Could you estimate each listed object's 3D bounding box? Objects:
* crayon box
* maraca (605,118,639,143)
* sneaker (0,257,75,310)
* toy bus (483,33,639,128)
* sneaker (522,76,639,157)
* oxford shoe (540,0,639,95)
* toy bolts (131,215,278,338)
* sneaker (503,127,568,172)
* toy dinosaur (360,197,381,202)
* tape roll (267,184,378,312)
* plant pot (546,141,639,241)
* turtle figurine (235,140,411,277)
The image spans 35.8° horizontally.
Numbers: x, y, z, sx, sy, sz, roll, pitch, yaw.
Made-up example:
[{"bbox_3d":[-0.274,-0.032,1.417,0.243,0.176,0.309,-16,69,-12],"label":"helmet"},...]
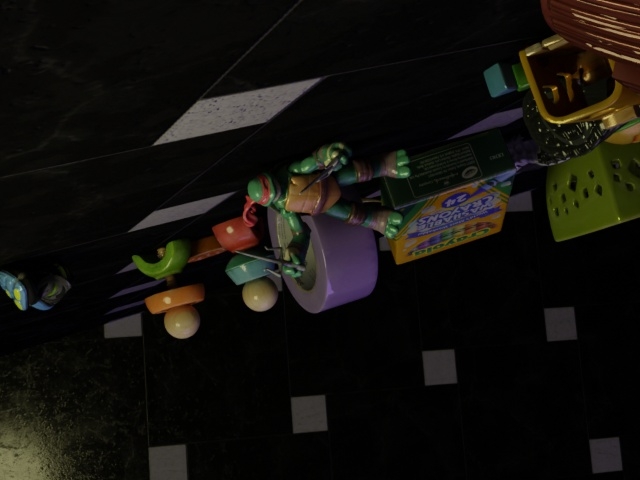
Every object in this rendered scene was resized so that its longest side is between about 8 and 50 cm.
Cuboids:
[{"bbox_3d":[0.211,-0.058,1.691,0.203,0.083,0.323,-18,160,-2],"label":"crayon box"},{"bbox_3d":[0.433,-0.197,1.351,0.185,0.099,0.127,-44,-158,-31],"label":"maraca"},{"bbox_3d":[-0.389,0.053,1.366,0.078,0.067,0.188,-39,174,-1],"label":"sneaker"},{"bbox_3d":[0.289,-0.168,1.008,0.202,0.104,0.191,-17,176,-7],"label":"toy bus"},{"bbox_3d":[0.372,-0.184,1.226,0.130,0.109,0.286,-25,-177,-34],"label":"sneaker"},{"bbox_3d":[0.272,-0.193,0.781,0.123,0.130,0.348,29,-171,28],"label":"oxford shoe"},{"bbox_3d":[-0.169,0.064,1.694,0.228,0.159,0.218,-20,176,21],"label":"toy bolts"},{"bbox_3d":[0.380,-0.164,1.698,0.106,0.078,0.234,-19,-179,-36],"label":"sneaker"},{"bbox_3d":[0.029,-0.063,1.763,0.183,0.053,0.092,-11,-168,7],"label":"toy dinosaur"},{"bbox_3d":[0.000,0.000,1.374,0.080,0.189,0.189,-16,175,-22],"label":"tape roll"},{"bbox_3d":[0.546,-0.137,1.837,0.227,0.207,0.228,-17,175,-20],"label":"plant pot"},{"bbox_3d":[-0.002,-0.056,1.208,0.234,0.118,0.175,-5,129,-34],"label":"turtle figurine"}]
